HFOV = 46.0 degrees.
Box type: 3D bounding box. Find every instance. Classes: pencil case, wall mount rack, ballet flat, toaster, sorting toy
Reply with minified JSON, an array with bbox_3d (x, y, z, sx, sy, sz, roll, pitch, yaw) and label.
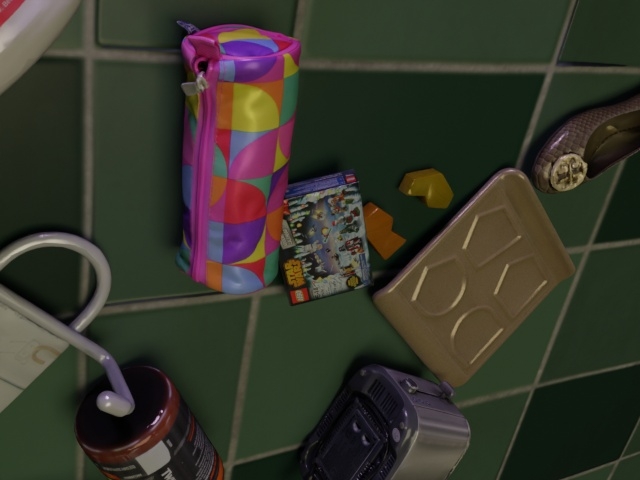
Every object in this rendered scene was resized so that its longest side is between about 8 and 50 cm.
[{"bbox_3d":[-0.076,-0.067,0.644,0.104,0.104,0.236,-11,125,-25],"label":"pencil case"},{"bbox_3d":[-0.328,0.122,0.593,0.350,0.130,0.304,-44,132,0],"label":"wall mount rack"},{"bbox_3d":[0.356,-0.123,0.891,0.249,0.058,0.084,-28,130,-17],"label":"ballet flat"},{"bbox_3d":[0.081,0.265,0.942,0.146,0.129,0.227,16,113,-40],"label":"toaster"},{"bbox_3d":[0.165,0.020,0.895,0.229,0.041,0.307,-43,126,-3],"label":"sorting toy"}]

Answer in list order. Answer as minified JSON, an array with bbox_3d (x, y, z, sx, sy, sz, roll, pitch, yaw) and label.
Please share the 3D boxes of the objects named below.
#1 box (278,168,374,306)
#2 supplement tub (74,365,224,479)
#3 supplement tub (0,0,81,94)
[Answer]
[{"bbox_3d":[0.000,0.000,0.766,0.093,0.027,0.137,-14,128,-3],"label":"box"},{"bbox_3d":[-0.164,0.227,0.780,0.106,0.106,0.198,-30,131,-11],"label":"supplement tub"},{"bbox_3d":[-0.267,-0.197,0.375,0.191,0.191,0.272,-41,132,-1],"label":"supplement tub"}]
